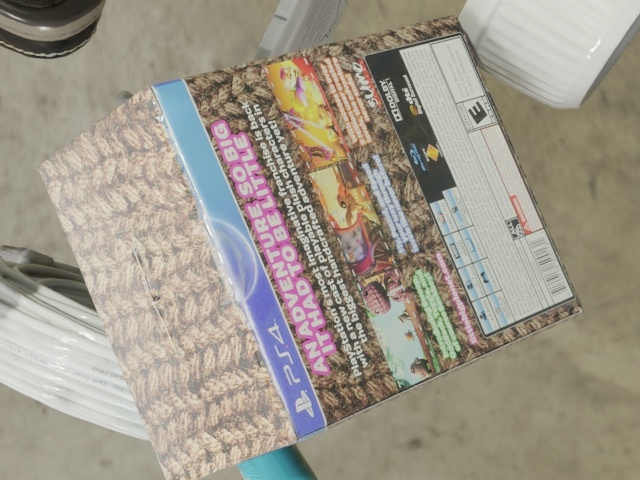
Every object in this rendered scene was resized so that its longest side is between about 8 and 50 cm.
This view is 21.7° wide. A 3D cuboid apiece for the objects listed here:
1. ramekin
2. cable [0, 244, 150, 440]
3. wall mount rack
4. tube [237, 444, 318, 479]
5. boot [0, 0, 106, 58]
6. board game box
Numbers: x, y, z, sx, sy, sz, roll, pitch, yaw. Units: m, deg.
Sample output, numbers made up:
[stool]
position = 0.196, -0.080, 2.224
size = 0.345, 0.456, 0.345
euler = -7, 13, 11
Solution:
[ramekin]
position = 0.198, -0.196, 1.265
size = 0.109, 0.207, 0.207
euler = 36, 113, 7
[cable]
position = -0.185, 0.091, 1.399
size = 0.257, 0.257, 0.089
euler = 21, 94, -9
[wall mount rack]
position = -0.064, -0.173, 1.608
size = 0.130, 0.304, 0.350
euler = 24, 86, 18
[tube]
position = -0.061, 0.132, 1.276
size = 0.052, 0.080, 0.207
euler = -38, 130, -14
[boot]
position = -0.315, -0.186, 1.419
size = 0.138, 0.377, 0.284
euler = -38, 147, -34
[board game box]
position = 0.000, 0.000, 1.127
size = 0.141, 0.291, 0.232
euler = -27, 83, 47
